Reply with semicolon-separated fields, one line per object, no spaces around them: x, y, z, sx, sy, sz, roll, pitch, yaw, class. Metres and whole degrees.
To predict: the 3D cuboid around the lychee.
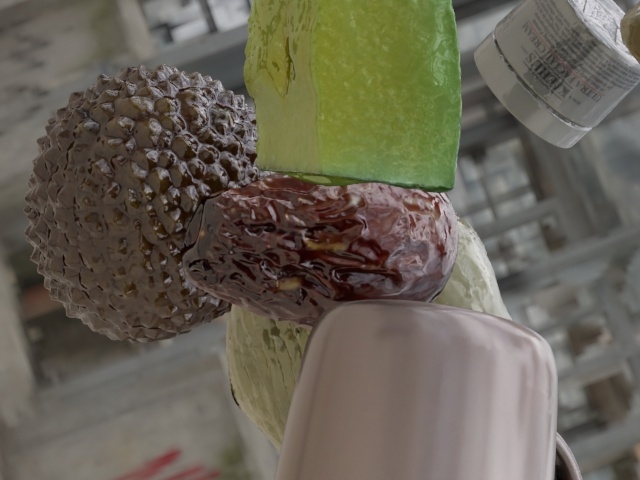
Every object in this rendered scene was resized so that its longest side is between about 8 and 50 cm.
-0.160;-0.042;1.743;0.267;0.267;0.267;-20;90;-90;lychee

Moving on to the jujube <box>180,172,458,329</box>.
0.000;0.000;1.566;0.168;0.236;0.168;-177;-90;-68;jujube

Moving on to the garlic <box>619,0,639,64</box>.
0.407;-0.166;1.597;0.279;0.132;0.325;56;-17;-12;garlic

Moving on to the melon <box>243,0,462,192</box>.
0.007;-0.191;1.323;0.196;0.124;0.323;4;-75;55;melon

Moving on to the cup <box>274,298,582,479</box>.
0.090;0.161;1.255;0.191;0.253;0.200;-9;-113;52;cup

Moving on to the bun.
0.069;0.105;1.950;0.326;0.234;0.362;57;-46;16;bun

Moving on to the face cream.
0.302;-0.227;2.258;0.177;0.153;0.177;34;27;-20;face cream
